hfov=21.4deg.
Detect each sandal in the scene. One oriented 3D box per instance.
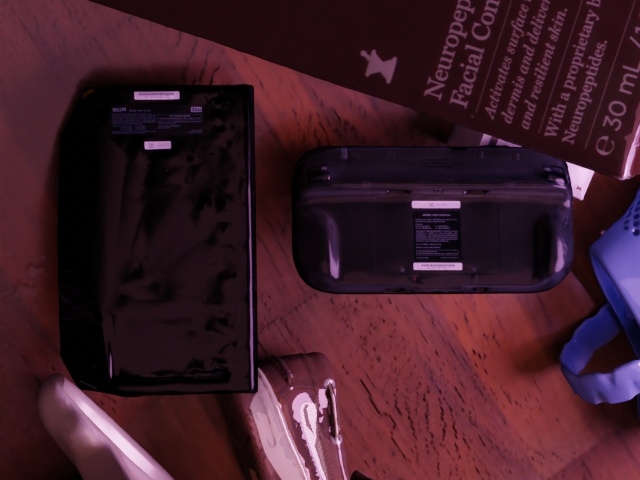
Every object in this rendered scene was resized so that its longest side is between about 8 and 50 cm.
[{"bbox_3d":[0.266,0.014,1.279,0.138,0.126,0.317,5,102,-15],"label":"sandal"}]

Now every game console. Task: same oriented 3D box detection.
[{"bbox_3d":[0.000,0.000,1.176,0.361,0.044,0.213,0,91,-7],"label":"game console"}]

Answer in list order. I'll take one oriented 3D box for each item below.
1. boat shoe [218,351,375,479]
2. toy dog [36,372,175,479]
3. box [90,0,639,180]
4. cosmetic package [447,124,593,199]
[{"bbox_3d":[0.006,0.204,1.261,0.095,0.095,0.257,-21,110,-18],"label":"boat shoe"},{"bbox_3d":[-0.215,0.355,1.164,0.408,0.284,0.395,-41,132,-2],"label":"toy dog"},{"bbox_3d":[0.046,-0.190,1.041,0.381,0.143,0.191,19,103,15],"label":"box"},{"bbox_3d":[0.188,-0.159,1.236,0.099,0.060,0.239,18,99,-22],"label":"cosmetic package"}]
